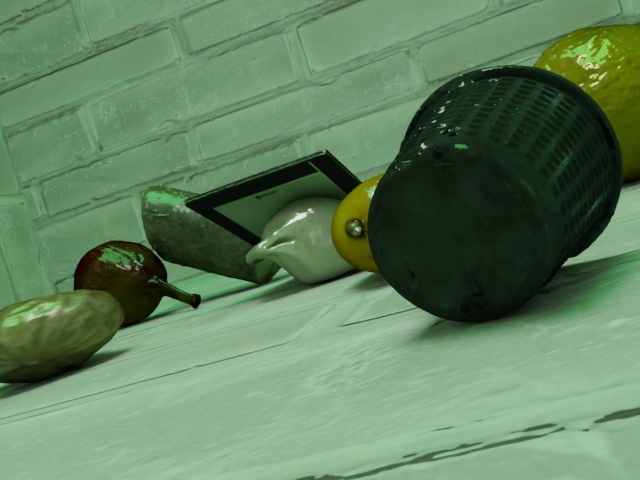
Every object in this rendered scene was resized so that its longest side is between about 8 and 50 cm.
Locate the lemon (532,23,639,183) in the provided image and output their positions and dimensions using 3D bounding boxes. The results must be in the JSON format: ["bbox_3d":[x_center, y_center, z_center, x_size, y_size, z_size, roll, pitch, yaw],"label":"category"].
[{"bbox_3d":[0.482,-0.224,1.116,0.321,0.268,0.268,-13,-1,-33],"label":"lemon"}]

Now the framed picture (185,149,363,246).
[{"bbox_3d":[-0.016,-0.031,1.130,0.265,0.016,0.347,-16,-29,27],"label":"framed picture"}]

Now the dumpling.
[{"bbox_3d":[0.000,0.000,1.066,0.252,0.131,0.179,-14,-6,-11],"label":"dumpling"}]

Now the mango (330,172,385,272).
[{"bbox_3d":[0.115,-0.025,0.870,0.176,0.119,0.317,-25,-7,24],"label":"mango"}]

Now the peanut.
[{"bbox_3d":[-0.382,0.132,0.924,0.196,0.110,0.233,-18,4,-35],"label":"peanut"}]

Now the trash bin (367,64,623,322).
[{"bbox_3d":[0.117,-0.027,0.476,0.175,0.175,0.161,-16,13,30],"label":"trash bin"}]

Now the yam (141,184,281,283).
[{"bbox_3d":[-0.225,-0.014,1.410,0.304,0.168,0.168,12,10,14],"label":"yam"}]

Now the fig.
[{"bbox_3d":[-0.357,0.092,1.386,0.290,0.191,0.190,1,6,12],"label":"fig"}]
